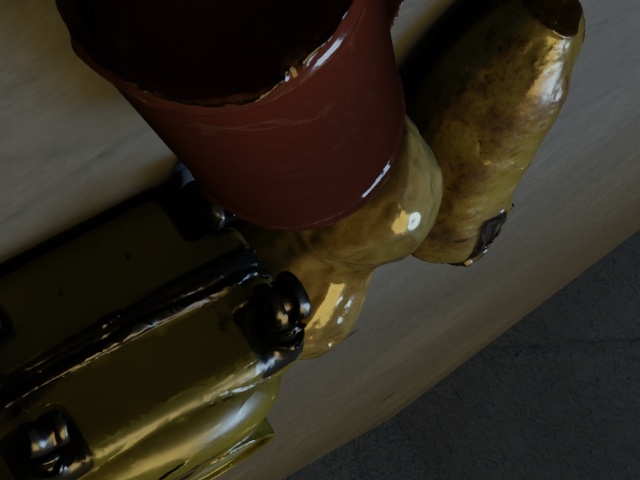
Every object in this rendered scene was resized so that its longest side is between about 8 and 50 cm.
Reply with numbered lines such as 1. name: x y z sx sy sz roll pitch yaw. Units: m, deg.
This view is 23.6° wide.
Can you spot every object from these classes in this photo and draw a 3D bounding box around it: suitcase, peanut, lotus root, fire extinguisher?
1. suitcase: -0.119 0.084 0.887 0.194 0.143 0.235 -29 169 -24
2. peanut: 0.000 0.000 0.956 0.101 0.117 0.263 -7 154 -31
3. lotus root: 0.097 -0.075 0.968 0.258 0.097 0.110 112 2 -53
4. fire extinguisher: -0.008 -0.083 0.637 0.147 0.106 0.337 -58 171 -4
